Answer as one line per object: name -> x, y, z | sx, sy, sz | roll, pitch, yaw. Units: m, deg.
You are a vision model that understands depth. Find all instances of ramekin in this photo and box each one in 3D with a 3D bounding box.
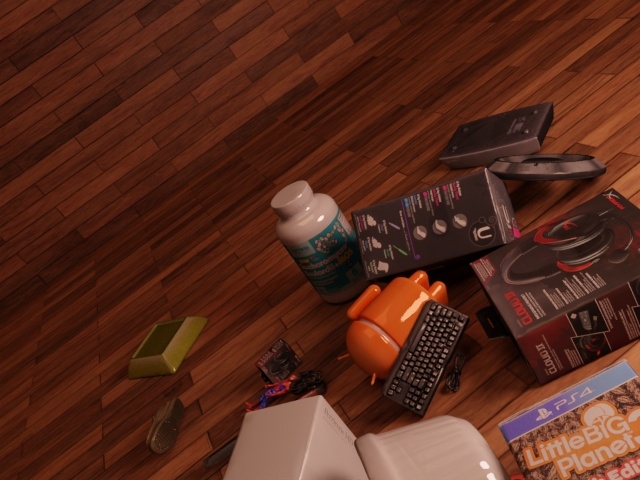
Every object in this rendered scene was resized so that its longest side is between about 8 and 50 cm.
ramekin -> 0.146, 0.317, 0.670 | 0.127, 0.273, 0.273 | -23, 25, -5

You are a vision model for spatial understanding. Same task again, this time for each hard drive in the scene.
hard drive -> 0.431, -0.250, 1.519 | 0.255, 0.054, 0.172 | -8, 36, 43

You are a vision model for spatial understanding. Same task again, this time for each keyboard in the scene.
keyboard -> 0.185, 0.193, 1.012 | 0.180, 0.108, 0.023 | -60, -11, -16

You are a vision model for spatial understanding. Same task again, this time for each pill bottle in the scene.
pill bottle -> 0.000, 0.000, 1.357 | 0.146, 0.264, 0.146 | -28, 27, 15

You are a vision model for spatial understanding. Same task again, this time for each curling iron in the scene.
curling iron -> -0.101, 0.337, 1.167 | 0.274, 0.035, 0.068 | -38, 22, -9

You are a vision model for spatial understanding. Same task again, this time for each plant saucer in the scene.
plant saucer -> -0.409, 0.269, 1.630 | 0.188, 0.045, 0.188 | -15, 32, 35

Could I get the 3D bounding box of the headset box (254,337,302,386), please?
headset box -> -0.088, 0.251, 1.265 | 0.083, 0.062, 0.032 | -44, 27, -20

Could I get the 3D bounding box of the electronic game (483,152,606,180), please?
electronic game -> 0.439, -0.141, 1.232 | 0.229, 0.048, 0.229 | -2, 13, 1

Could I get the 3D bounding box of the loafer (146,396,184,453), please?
loafer -> -0.332, 0.396, 1.319 | 0.050, 0.056, 0.148 | -25, 17, 19

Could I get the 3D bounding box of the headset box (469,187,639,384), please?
headset box -> 0.384, 0.071, 0.963 | 0.293, 0.110, 0.218 | -29, 27, 10

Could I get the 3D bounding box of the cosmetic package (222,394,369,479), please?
cosmetic package -> -0.016, 0.365, 0.801 | 0.138, 0.224, 0.224 | -22, 29, 26

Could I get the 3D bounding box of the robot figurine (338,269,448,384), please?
robot figurine -> 0.132, 0.153, 1.102 | 0.219, 0.158, 0.128 | -44, 1, -18

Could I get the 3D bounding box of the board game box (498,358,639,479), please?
board game box -> 0.307, 0.296, 0.534 | 0.141, 0.232, 0.291 | -30, 25, 9

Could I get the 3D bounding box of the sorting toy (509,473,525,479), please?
sorting toy -> 0.276, 0.313, 0.770 | 0.102, 0.042, 0.061 | -3, 54, 29

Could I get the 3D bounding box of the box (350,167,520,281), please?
box -> 0.220, -0.017, 1.181 | 0.270, 0.143, 0.165 | -18, -13, 26

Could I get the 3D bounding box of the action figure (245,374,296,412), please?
action figure -> -0.096, 0.301, 1.231 | 0.115, 0.030, 0.038 | -32, 21, 0
